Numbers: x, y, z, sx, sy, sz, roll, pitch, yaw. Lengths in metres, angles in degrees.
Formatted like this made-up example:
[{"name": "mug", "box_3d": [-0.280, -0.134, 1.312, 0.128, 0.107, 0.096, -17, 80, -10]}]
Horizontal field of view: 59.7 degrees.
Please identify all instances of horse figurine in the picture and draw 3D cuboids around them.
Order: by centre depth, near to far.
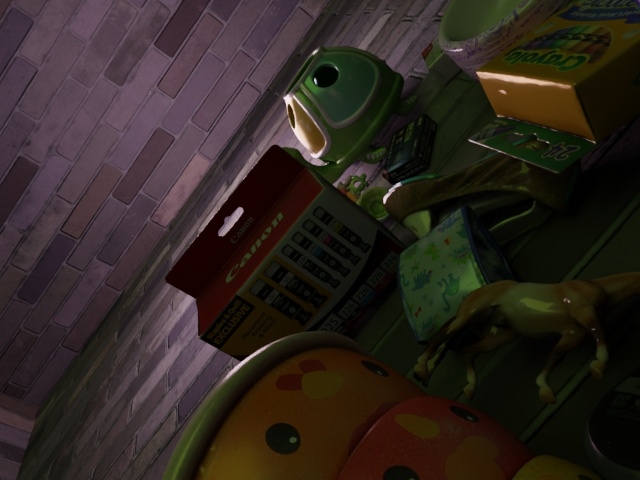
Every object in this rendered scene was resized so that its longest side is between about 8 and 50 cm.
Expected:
[{"name": "horse figurine", "box_3d": [0.204, 0.088, 0.559, 0.263, 0.066, 0.174, -16, 21, 46]}]

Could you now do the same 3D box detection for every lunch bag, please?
[{"name": "lunch bag", "box_3d": [0.171, 0.047, 0.727, 0.129, 0.096, 0.151, -40, 51, 31]}]

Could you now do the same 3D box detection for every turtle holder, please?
[{"name": "turtle holder", "box_3d": [0.027, -0.274, 1.228, 0.320, 0.227, 0.243, -49, 20, 20]}]

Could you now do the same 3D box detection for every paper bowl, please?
[{"name": "paper bowl", "box_3d": [0.339, -0.375, 0.890, 0.284, 0.148, 0.284, -43, 28, 29]}]

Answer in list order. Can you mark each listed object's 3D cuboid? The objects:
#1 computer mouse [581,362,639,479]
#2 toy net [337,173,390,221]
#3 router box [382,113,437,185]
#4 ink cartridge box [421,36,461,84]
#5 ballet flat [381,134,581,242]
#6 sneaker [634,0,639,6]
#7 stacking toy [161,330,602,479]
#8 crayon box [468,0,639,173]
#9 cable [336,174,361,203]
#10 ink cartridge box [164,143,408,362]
[{"name": "computer mouse", "box_3d": [0.299, 0.109, 0.386, 0.272, 0.072, 0.188, -29, 11, -23]}, {"name": "toy net", "box_3d": [0.030, -0.025, 1.063, 0.232, 0.122, 0.045, -44, -18, -2]}, {"name": "router box", "box_3d": [0.174, -0.176, 1.087, 0.092, 0.038, 0.122, -27, 38, 47]}, {"name": "ink cartridge box", "box_3d": [0.280, -0.402, 1.144, 0.135, 0.056, 0.099, -44, 26, 28]}, {"name": "ballet flat", "box_3d": [0.210, -0.045, 0.806, 0.342, 0.116, 0.124, -15, 65, 50]}, {"name": "sneaker", "box_3d": [0.348, -0.320, 0.598, 0.323, 0.130, 0.236, -47, 20, -16]}, {"name": "stacking toy", "box_3d": [0.138, 0.257, 0.411, 0.480, 0.350, 0.350, -2, 56, 39]}, {"name": "crayon box", "box_3d": [0.339, -0.227, 0.669, 0.323, 0.083, 0.203, -37, 26, 0]}, {"name": "cable", "box_3d": [0.000, 0.000, 1.151, 0.287, 0.072, 0.139, -59, 22, -9]}, {"name": "ink cartridge box", "box_3d": [-0.058, 0.048, 0.913, 0.309, 0.272, 0.130, -51, 26, 8]}]
